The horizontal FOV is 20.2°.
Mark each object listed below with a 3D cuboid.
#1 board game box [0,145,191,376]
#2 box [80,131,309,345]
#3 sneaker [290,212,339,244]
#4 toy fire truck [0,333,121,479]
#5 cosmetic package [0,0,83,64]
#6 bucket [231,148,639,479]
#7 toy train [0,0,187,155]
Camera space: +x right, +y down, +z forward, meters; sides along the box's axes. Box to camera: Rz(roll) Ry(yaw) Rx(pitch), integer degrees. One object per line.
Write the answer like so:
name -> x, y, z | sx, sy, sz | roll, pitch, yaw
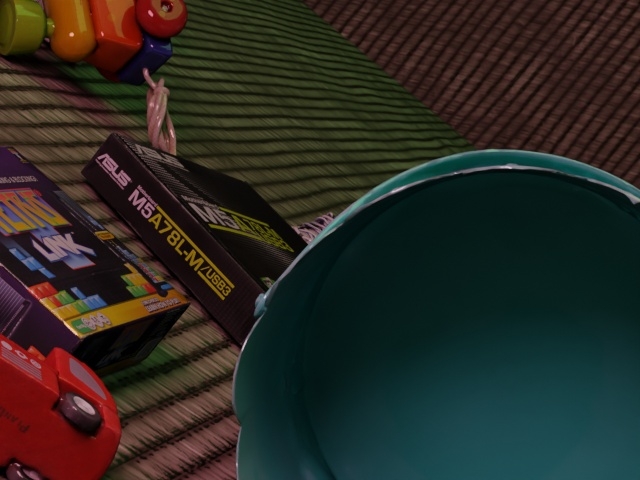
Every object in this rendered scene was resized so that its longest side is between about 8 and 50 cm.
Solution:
board game box -> -0.156, 0.012, 0.935 | 0.141, 0.048, 0.170 | 42, 12, 7
box -> -0.054, 0.011, 1.264 | 0.184, 0.045, 0.191 | 48, 13, 26
sneaker -> 0.000, 0.000, 1.438 | 0.052, 0.058, 0.135 | 46, 14, 30
toy fire truck -> -0.178, 0.030, 0.801 | 0.192, 0.047, 0.135 | 35, 11, -21
cosmetic package -> -0.235, -0.231, 1.579 | 0.099, 0.060, 0.239 | 38, 11, -18
bucket -> 0.099, 0.084, 0.943 | 0.281, 0.281, 0.183 | 39, 9, -1
toy train -> -0.185, -0.157, 1.386 | 0.143, 0.105, 0.248 | -1, 71, -32
